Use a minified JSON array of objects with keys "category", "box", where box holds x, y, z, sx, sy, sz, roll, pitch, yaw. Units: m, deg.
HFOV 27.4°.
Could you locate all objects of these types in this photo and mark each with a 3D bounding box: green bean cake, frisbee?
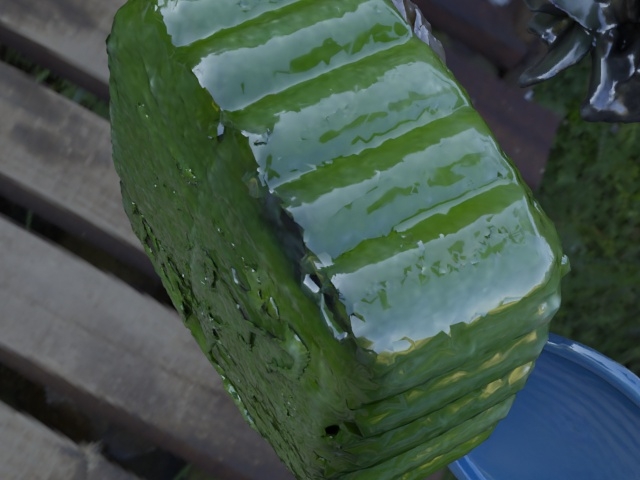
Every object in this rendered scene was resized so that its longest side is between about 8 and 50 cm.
[{"category":"green bean cake","box":[0.000,0.000,0.558,0.113,0.214,0.200,-28,70,-20]},{"category":"frisbee","box":[0.220,0.180,1.169,0.289,0.289,0.049,44,54,1]}]

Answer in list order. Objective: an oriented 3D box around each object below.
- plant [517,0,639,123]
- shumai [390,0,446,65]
[{"category":"plant","box":[0.311,-0.218,1.200,0.276,0.188,0.199,4,51,18]},{"category":"shumai","box":[0.031,-0.080,0.903,0.184,0.218,0.185,-46,63,-6]}]
